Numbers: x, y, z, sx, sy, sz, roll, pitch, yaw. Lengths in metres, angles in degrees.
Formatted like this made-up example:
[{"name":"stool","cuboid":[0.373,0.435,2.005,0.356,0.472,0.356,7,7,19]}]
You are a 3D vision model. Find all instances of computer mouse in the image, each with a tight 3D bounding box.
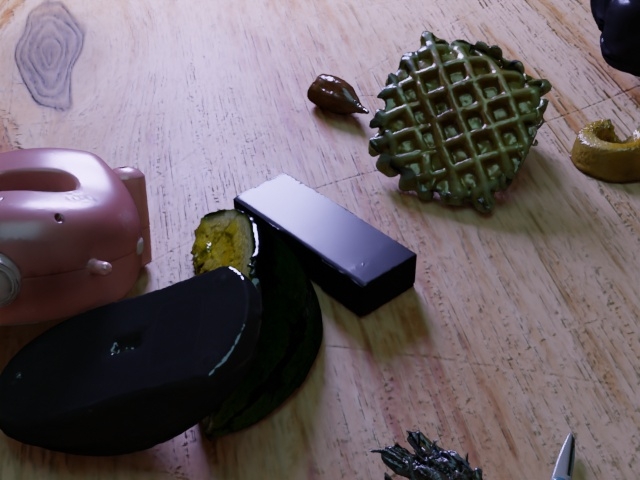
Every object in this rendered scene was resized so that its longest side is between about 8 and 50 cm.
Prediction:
[{"name":"computer mouse","cuboid":[-0.159,0.119,0.858,0.269,0.086,0.138,-19,40,18]}]

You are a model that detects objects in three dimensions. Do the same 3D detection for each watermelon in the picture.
[{"name":"watermelon","cuboid":[-0.074,0.064,0.974,0.129,0.123,0.301,-30,35,16]}]

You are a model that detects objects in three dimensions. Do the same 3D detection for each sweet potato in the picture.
[{"name":"sweet potato","cuboid":[0.028,-0.191,1.314,0.049,0.049,0.117,-26,40,-28]}]

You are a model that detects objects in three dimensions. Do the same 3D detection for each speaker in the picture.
[{"name":"speaker","cuboid":[0.000,0.000,1.070,0.082,0.044,0.218,-30,45,-31]}]

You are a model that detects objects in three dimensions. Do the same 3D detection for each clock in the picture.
[{"name":"clock","cuboid":[-0.289,-0.005,0.954,0.227,0.142,0.241,-3,16,0]}]

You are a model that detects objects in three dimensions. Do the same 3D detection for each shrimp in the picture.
[{"name":"shrimp","cuboid":[0.111,0.218,0.757,0.174,0.076,0.082,37,26,30]}]

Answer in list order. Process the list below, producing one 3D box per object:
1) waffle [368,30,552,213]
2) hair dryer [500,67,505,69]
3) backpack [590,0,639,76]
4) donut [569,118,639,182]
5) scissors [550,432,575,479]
[{"name":"waffle","cuboid":[0.163,-0.146,1.177,0.207,0.054,0.214,27,80,18]},{"name":"hair dryer","cuboid":[0.217,-0.192,1.302,0.124,0.072,0.219,11,32,16]},{"name":"backpack","cuboid":[0.574,-0.395,1.405,0.363,0.255,0.446,12,36,8]},{"name":"donut","cuboid":[0.363,-0.113,1.207,0.108,0.043,0.097,17,40,30]},{"name":"scissors","cuboid":[0.197,0.208,0.813,0.058,0.014,0.119,12,43,17]}]
